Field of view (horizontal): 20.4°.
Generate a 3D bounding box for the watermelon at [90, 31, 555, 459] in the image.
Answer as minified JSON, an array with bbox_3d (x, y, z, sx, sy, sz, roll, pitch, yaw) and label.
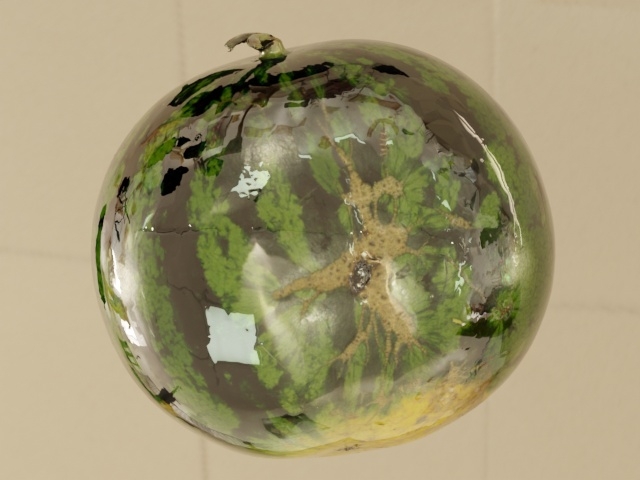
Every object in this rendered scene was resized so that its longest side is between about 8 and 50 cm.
[{"bbox_3d":[0.001,0.005,1.037,0.269,0.269,0.269,7,114,15],"label":"watermelon"}]
